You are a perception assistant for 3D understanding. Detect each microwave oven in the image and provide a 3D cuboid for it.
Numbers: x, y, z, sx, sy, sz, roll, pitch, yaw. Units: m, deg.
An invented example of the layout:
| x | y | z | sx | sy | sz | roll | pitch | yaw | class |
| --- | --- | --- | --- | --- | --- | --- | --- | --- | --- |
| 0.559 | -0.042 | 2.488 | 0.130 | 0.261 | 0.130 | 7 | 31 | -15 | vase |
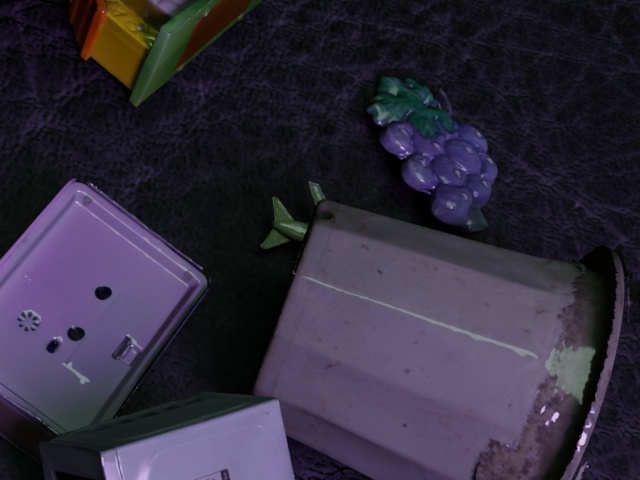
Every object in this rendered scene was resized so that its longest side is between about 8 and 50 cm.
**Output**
| x | y | z | sx | sy | sz | roll | pitch | yaw | class |
| --- | --- | --- | --- | --- | --- | --- | --- | --- | --- |
| -0.095 | 0.225 | 0.921 | 0.162 | 0.122 | 0.208 | -13 | 93 | -34 | microwave oven |

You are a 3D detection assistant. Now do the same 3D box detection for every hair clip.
| x | y | z | sx | sy | sz | roll | pitch | yaw | class |
| --- | --- | --- | --- | --- | --- | --- | --- | --- | --- |
| 0.112 | -0.085 | 1.294 | 0.124 | 0.052 | 0.195 | -5 | 57 | -40 | hair clip |

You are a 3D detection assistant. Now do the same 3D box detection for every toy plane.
| x | y | z | sx | sy | sz | roll | pitch | yaw | class |
| --- | --- | --- | --- | --- | --- | --- | --- | --- | --- |
| 0.000 | 0.000 | 1.184 | 0.111 | 0.040 | 0.102 | 18 | 76 | -16 | toy plane |

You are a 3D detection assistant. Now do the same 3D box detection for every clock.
| x | y | z | sx | sy | sz | roll | pitch | yaw | class |
| --- | --- | --- | --- | --- | --- | --- | --- | --- | --- |
| -0.197 | 0.064 | 1.025 | 0.147 | 0.071 | 0.192 | 37 | 53 | -5 | clock |
| -0.185 | -0.288 | 1.215 | 0.255 | 0.106 | 0.220 | 40 | 51 | 3 | clock |

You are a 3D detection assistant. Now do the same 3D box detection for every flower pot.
| x | y | z | sx | sy | sz | roll | pitch | yaw | class |
| --- | --- | --- | --- | --- | --- | --- | --- | --- | --- |
| 0.083 | 0.100 | 1.060 | 0.259 | 0.290 | 0.290 | 19 | 55 | -2 | flower pot |
